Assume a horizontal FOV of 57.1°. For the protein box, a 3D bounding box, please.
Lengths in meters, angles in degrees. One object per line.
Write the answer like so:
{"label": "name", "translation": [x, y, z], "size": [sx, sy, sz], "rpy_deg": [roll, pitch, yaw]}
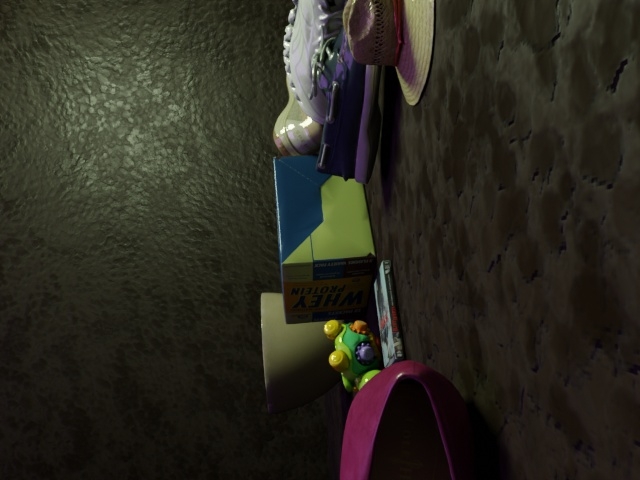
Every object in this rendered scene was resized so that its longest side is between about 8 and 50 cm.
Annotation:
{"label": "protein box", "translation": [0.000, 0.000, 0.947], "size": [0.201, 0.136, 0.199], "rpy_deg": [91, 173, -57]}

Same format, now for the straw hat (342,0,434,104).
{"label": "straw hat", "translation": [0.051, -0.186, 0.510], "size": [0.144, 0.061, 0.144], "rpy_deg": [176, 90, -87]}

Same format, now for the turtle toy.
{"label": "turtle toy", "translation": [0.056, 0.164, 0.798], "size": [0.095, 0.066, 0.130], "rpy_deg": [56, -163, -46]}

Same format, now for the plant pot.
{"label": "plant pot", "translation": [-0.036, 0.258, 1.398], "size": [0.284, 0.191, 0.283], "rpy_deg": [176, 90, -86]}

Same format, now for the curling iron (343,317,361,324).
{"label": "curling iron", "translation": [0.063, 0.175, 0.959], "size": [0.274, 0.035, 0.068], "rpy_deg": [-101, 4, -69]}

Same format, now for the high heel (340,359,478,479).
{"label": "high heel", "translation": [0.054, 0.274, 0.385], "size": [0.181, 0.127, 0.376], "rpy_deg": [69, -163, -64]}

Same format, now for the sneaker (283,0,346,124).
{"label": "sneaker", "translation": [0.008, -0.301, 0.810], "size": [0.118, 0.110, 0.291], "rpy_deg": [-124, 28, -65]}

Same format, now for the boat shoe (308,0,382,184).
{"label": "boat shoe", "translation": [0.029, -0.177, 0.649], "size": [0.254, 0.079, 0.095], "rpy_deg": [89, -165, -46]}

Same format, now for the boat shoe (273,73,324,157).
{"label": "boat shoe", "translation": [0.002, -0.252, 1.008], "size": [0.109, 0.098, 0.302], "rpy_deg": [42, -141, -27]}

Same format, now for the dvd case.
{"label": "dvd case", "translation": [0.083, 0.095, 0.719], "size": [0.087, 0.013, 0.119], "rpy_deg": [94, 170, -67]}
